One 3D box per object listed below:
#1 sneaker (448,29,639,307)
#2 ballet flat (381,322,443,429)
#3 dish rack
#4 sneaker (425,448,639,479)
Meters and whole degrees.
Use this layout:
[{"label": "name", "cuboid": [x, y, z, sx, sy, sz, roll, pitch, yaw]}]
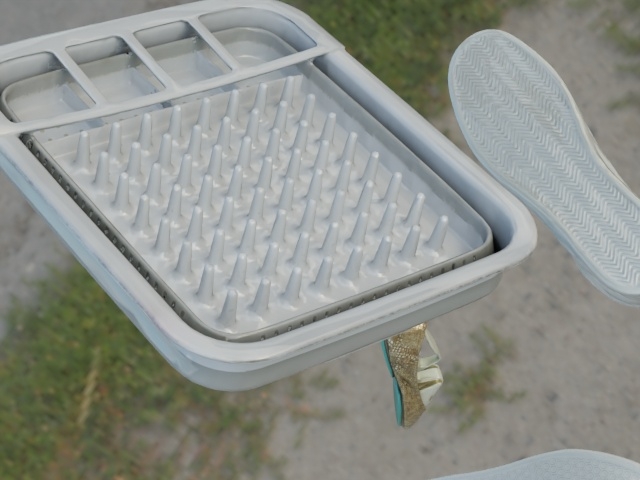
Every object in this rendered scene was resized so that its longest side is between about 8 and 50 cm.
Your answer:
[{"label": "sneaker", "cuboid": [0.225, -0.056, 1.542, 0.108, 0.169, 0.292, -35, 74, 4]}, {"label": "ballet flat", "cuboid": [0.113, 0.157, 1.967, 0.067, 0.206, 0.073, -10, 51, 2]}, {"label": "dish rack", "cuboid": [-0.054, -0.034, 1.079, 0.333, 0.285, 0.072, 44, 137, 34]}, {"label": "sneaker", "cuboid": [0.224, 0.279, 1.625, 0.295, 0.147, 0.105, -10, 65, 24]}]
